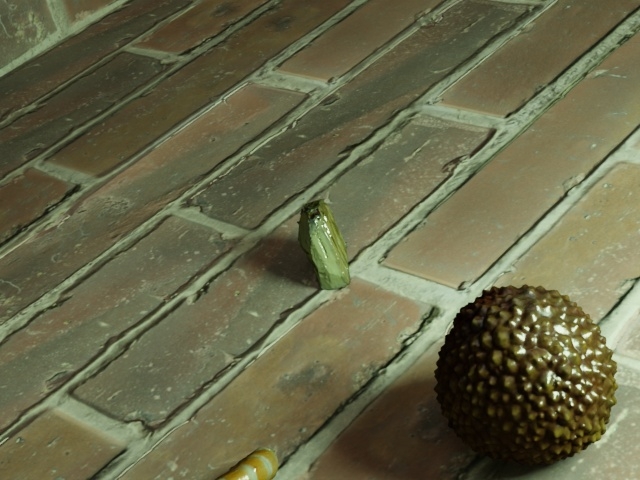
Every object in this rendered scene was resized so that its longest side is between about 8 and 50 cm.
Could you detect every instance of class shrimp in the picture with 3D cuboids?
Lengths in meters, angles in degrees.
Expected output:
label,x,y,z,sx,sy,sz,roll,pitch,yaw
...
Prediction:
label,x,y,z,sx,sy,sz,roll,pitch,yaw
shrimp,-0.145,0.358,1.815,0.166,0.049,0.161,-29,-3,29

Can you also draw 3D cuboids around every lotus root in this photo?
label,x,y,z,sx,sy,sz,roll,pitch,yaw
lotus root,-0.003,0.001,2.214,0.070,0.144,0.143,-19,24,10

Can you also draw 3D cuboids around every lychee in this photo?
label,x,y,z,sx,sy,sz,roll,pitch,yaw
lychee,0.279,0.176,1.723,0.267,0.267,0.267,-11,33,7
